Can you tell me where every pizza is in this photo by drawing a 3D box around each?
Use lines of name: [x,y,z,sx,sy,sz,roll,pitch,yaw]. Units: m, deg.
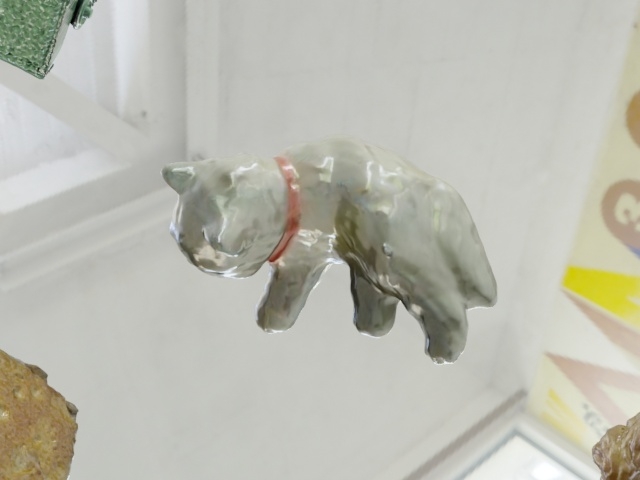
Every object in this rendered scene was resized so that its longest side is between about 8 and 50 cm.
pizza: [-0.399,0.233,1.067,0.114,0.408,0.278,-25,4,16]

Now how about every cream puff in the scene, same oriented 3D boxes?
cream puff: [0.528,0.342,1.348,0.155,0.241,0.268,-61,-8,-59]

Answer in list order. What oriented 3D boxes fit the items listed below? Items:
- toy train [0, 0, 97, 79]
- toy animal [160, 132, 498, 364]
toy train: [-0.373,-0.357,1.280,0.269,0.115,0.154,-48,20,49]
toy animal: [0.000,0.000,0.889,0.266,0.307,0.188,-37,-33,10]
